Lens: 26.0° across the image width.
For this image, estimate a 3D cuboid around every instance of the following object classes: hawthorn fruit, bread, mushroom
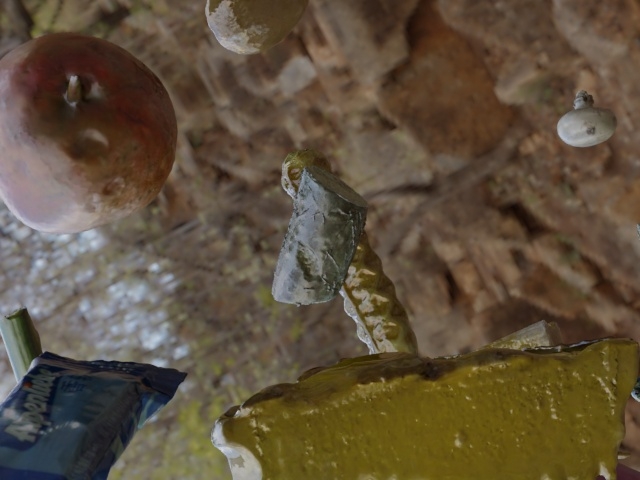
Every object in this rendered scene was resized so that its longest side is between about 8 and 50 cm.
[{"bbox_3d":[-0.323,-0.151,1.828,0.277,0.277,0.298,65,162,9],"label":"hawthorn fruit"},{"bbox_3d":[0.043,0.028,2.021,0.367,0.077,0.084,64,163,11],"label":"bread"},{"bbox_3d":[0.375,-0.175,1.960,0.085,0.085,0.079,27,-126,-72],"label":"mushroom"}]

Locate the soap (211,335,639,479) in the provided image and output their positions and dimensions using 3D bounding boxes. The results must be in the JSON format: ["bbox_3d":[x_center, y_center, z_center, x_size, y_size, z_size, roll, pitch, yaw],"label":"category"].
[{"bbox_3d":[0.117,0.186,1.343,0.304,0.338,0.169,-15,-85,-59],"label":"soap"}]

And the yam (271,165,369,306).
[{"bbox_3d":[0.000,0.000,1.861,0.107,0.183,0.107,17,-167,-4],"label":"yam"}]

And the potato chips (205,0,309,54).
[{"bbox_3d":[-0.084,-0.370,2.088,0.062,0.195,0.208,29,170,36],"label":"potato chips"}]

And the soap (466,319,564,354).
[{"bbox_3d":[0.270,0.227,2.080,0.073,0.232,0.140,17,-130,-56],"label":"soap"}]

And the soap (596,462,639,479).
[{"bbox_3d":[0.309,0.389,1.842,0.128,0.359,0.233,-22,-53,-50],"label":"soap"}]

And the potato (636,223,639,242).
[{"bbox_3d":[0.503,-0.050,1.760,0.117,0.225,0.090,6,-127,-39],"label":"potato"}]

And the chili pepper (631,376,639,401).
[{"bbox_3d":[0.541,0.217,1.879,0.174,0.165,0.261,64,161,-17],"label":"chili pepper"}]

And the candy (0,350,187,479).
[{"bbox_3d":[-0.276,0.206,1.485,0.331,0.187,0.077,-62,-20,-66],"label":"candy"}]

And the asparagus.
[{"bbox_3d":[-0.490,0.217,2.336,0.067,0.060,0.278,-69,-24,-51],"label":"asparagus"}]
